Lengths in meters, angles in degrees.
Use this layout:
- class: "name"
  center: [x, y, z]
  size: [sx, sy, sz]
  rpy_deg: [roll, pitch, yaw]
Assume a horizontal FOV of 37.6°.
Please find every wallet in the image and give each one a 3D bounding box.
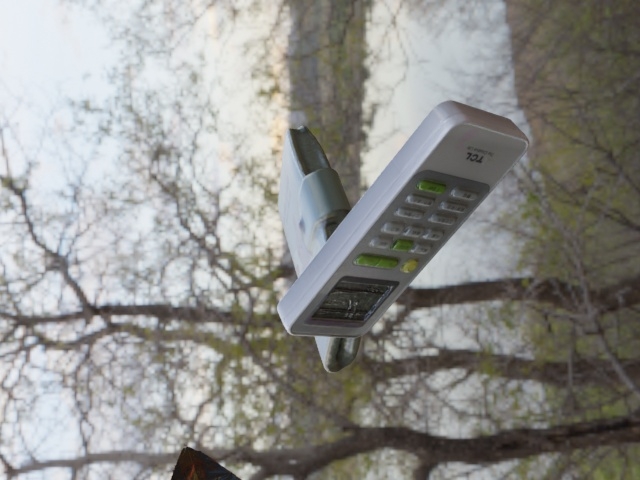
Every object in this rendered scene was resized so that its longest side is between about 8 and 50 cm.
- class: "wallet"
  center: [0.000, 0.000, 1.505]
  size: [0.252, 0.083, 0.360]
  rpy_deg: [100, 157, -49]

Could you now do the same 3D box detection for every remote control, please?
- class: "remote control"
  center: [0.065, -0.009, 0.786]
  size: [0.250, 0.103, 0.034]
  rpy_deg: [-51, 51, 28]

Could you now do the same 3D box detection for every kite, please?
- class: "kite"
  center: [-0.100, 0.269, 0.895]
  size: [0.183, 0.010, 0.160]
  rpy_deg: [-6, -110, -51]
